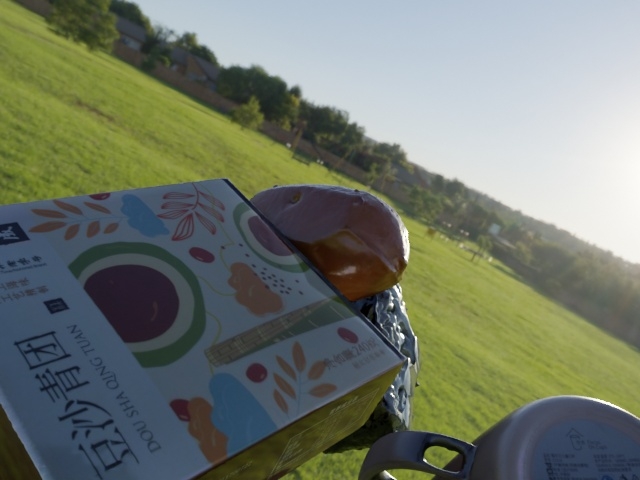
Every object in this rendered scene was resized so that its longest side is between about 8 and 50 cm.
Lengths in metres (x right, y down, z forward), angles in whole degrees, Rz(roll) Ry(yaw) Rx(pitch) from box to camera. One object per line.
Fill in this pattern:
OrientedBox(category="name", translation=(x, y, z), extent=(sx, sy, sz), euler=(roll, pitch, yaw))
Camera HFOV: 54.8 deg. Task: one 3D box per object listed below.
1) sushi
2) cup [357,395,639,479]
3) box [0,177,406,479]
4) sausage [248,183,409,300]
OrientedBox(category="sushi", translation=(0.064, 0.206, 1.099), extent=(0.234, 0.208, 0.348), euler=(55, 28, -47))
OrientedBox(category="cup", translation=(0.157, 0.227, 0.504), extent=(0.253, 0.200, 0.191), euler=(25, 49, 9))
OrientedBox(category="box", translation=(-0.159, 0.098, 0.636), extent=(0.385, 0.122, 0.344), euler=(-14, 50, -47))
OrientedBox(category="sausage", translation=(-0.001, -0.001, 0.853), extent=(0.268, 0.153, 0.141), euler=(7, -29, 40))
